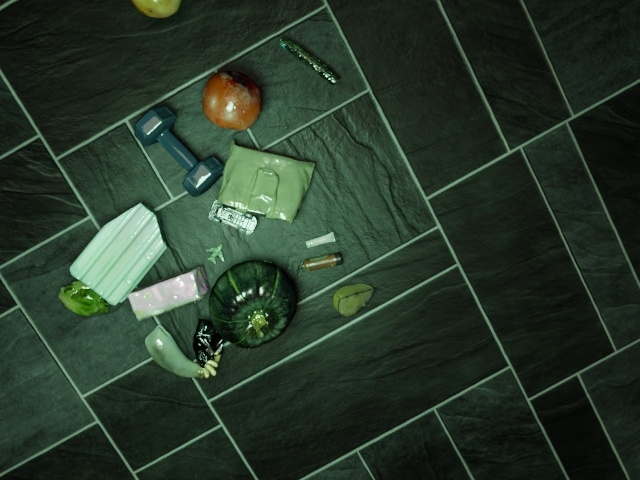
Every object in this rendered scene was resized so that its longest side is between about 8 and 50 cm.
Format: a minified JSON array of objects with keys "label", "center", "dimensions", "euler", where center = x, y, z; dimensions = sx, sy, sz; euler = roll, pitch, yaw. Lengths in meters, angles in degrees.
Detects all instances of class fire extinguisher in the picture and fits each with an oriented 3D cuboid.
[{"label":"fire extinguisher","center":[-0.008,0.089,1.715],"dimensions":[0.177,0.050,0.062],"euler":[-12,136,0]}]

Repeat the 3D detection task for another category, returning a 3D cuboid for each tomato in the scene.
[{"label":"tomato","center":[-0.301,-0.484,1.543],"dimensions":[0.207,0.208,0.185],"euler":[16,116,-5]}]

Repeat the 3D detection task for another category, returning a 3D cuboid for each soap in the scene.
[{"label":"soap","center":[-0.704,0.035,1.620],"dimensions":[0.208,0.115,0.347],"euler":[38,87,-6]}]

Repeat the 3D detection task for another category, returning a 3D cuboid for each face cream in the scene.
[{"label":"face cream","center":[0.000,0.000,1.716],"dimensions":[0.114,0.020,0.038],"euler":[-16,97,-3]}]

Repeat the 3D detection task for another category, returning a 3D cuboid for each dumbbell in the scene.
[{"label":"dumbbell","center":[-0.500,-0.316,1.589],"dimensions":[0.160,0.144,0.325],"euler":[-43,98,2]}]

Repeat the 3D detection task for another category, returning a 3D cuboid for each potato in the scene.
[{"label":"potato","center":[0.112,0.222,1.733],"dimensions":[0.171,0.089,0.101],"euler":[-16,122,-31]}]

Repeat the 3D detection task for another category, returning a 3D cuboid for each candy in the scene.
[{"label":"candy","center":[-0.550,0.192,1.647],"dimensions":[0.264,0.155,0.116],"euler":[-20,99,0]}]

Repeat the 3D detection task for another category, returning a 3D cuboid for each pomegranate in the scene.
[{"label":"pomegranate","center":[-0.550,-0.847,1.496],"dimensions":[0.191,0.191,0.192],"euler":[0,98,-3]}]

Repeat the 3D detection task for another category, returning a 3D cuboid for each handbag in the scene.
[{"label":"handbag","center":[-0.200,-0.205,1.626],"dimensions":[0.315,0.109,0.254],"euler":[15,80,-9]}]

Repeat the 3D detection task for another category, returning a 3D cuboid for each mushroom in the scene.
[{"label":"mushroom","center":[-0.553,0.449,1.715],"dimensions":[0.118,0.103,0.270],"euler":[-42,107,7]}]

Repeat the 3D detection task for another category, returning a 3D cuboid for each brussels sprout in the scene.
[{"label":"brussels sprout","center":[-0.881,0.221,1.669],"dimensions":[0.180,0.100,0.139],"euler":[7,114,-21]}]

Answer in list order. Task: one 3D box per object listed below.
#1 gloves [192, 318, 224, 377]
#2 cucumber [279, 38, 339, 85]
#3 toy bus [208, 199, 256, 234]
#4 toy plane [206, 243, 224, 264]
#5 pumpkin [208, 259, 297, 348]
[{"label":"gloves","center":[-0.422,0.407,1.681],"dimensions":[0.123,0.164,0.204],"euler":[6,75,21]},{"label":"cucumber","center":[-0.038,-0.650,1.618],"dimensions":[0.256,0.043,0.044],"euler":[35,90,-6]},{"label":"toy bus","center":[-0.320,-0.084,1.660],"dimensions":[0.174,0.077,0.079],"euler":[23,90,-7]},{"label":"toy plane","center":[-0.394,0.048,1.696],"dimensions":[0.080,0.033,0.083],"euler":[31,95,8]},{"label":"pumpkin","center":[-0.242,0.228,1.623],"dimensions":[0.322,0.241,0.324],"euler":[-5,109,-14]}]
